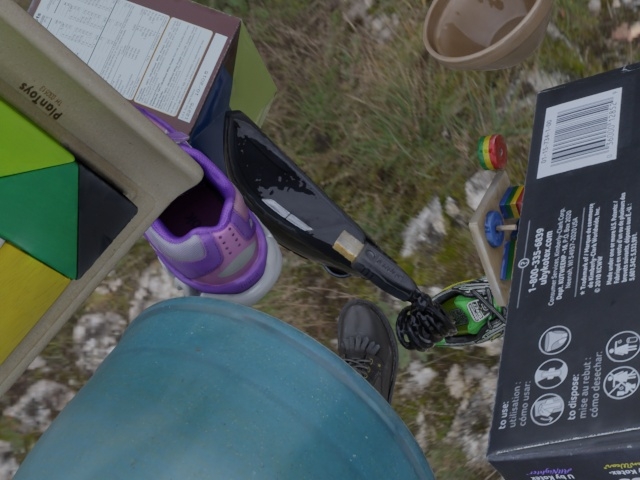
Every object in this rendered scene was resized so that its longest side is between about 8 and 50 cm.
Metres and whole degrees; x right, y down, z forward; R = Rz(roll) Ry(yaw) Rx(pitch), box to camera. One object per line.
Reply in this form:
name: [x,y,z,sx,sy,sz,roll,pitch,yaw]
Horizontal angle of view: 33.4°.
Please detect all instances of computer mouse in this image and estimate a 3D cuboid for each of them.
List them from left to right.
computer mouse: [0.000,0.000,0.826,0.262,0.184,0.060,44,93,3]

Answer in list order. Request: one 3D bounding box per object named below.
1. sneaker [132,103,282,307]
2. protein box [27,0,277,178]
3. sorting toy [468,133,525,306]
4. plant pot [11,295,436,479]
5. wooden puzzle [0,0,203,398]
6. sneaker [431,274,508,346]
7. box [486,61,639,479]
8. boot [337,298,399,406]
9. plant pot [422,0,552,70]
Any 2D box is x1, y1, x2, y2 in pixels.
sneaker: [-0.127,-0.049,0.797,0.236,0.104,0.095,40,76,23]
protein box: [-0.175,-0.158,1.075,0.201,0.200,0.136,22,82,11]
sorting toy: [0.256,0.003,1.404,0.046,0.132,0.274,-5,122,32]
plant pot: [-0.099,0.217,0.677,0.272,0.255,0.271,21,134,24]
wooden puzzle: [-0.191,0.005,0.509,0.238,0.221,0.044,-46,52,1]
sneaker: [0.304,0.104,1.703,0.343,0.146,0.134,-26,85,31]
box: [0.198,0.032,0.553,0.163,0.142,0.247,-14,43,33]
boot: [0.044,0.192,1.504,0.091,0.229,0.263,-10,73,16]
plant pot: [0.296,-0.362,1.762,0.237,0.110,0.237,-27,43,29]
